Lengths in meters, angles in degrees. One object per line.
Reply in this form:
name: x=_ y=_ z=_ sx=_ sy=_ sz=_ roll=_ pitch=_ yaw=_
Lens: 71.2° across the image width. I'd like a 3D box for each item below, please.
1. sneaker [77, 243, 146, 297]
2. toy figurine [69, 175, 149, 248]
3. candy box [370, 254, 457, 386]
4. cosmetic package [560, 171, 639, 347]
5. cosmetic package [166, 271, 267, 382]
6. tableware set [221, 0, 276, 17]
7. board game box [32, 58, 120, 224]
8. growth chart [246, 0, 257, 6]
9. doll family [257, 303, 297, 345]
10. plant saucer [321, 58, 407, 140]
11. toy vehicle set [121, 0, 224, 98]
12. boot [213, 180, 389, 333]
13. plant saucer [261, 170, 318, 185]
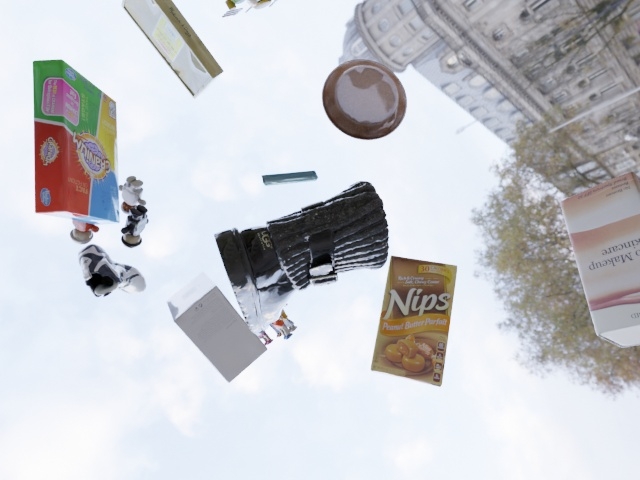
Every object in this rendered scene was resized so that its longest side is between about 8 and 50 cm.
sneaker: x=-0.600 y=0.127 z=1.302 sx=0.235 sy=0.094 sz=0.153 roll=60 pitch=-179 yaw=-45
toy figurine: x=-0.620 y=-0.088 z=1.310 sx=0.212 sy=0.148 sz=0.210 roll=3 pitch=-135 yaw=-32
candy box: x=0.253 y=0.212 z=1.199 sx=0.087 sy=0.182 sz=0.317 roll=58 pitch=-138 yaw=-69
cosmetic package: x=0.597 y=0.039 z=0.870 sx=0.129 sy=0.153 sz=0.297 roll=22 pitch=-126 yaw=-34
cosmetic package: x=-0.285 y=0.226 z=1.206 sx=0.138 sy=0.224 sz=0.225 roll=-41 pitch=-71 yaw=-14
tableware set: x=-0.149 y=-0.547 z=1.009 sx=0.154 sy=0.104 sz=0.024 roll=-31 pitch=-73 yaw=-31
board game box: x=-0.547 y=-0.205 z=1.019 sx=0.064 sy=0.242 sz=0.317 roll=-3 pitch=-93 yaw=1
growth chart: x=-0.137 y=-0.501 z=0.699 sx=0.172 sy=0.021 sz=0.238 roll=28 pitch=-119 yaw=-59
doll family: x=-0.183 y=0.288 z=1.688 sx=0.118 sy=0.263 sz=0.163 roll=-40 pitch=-85 yaw=-39
plant saucer: x=0.101 y=-0.324 z=1.023 sx=0.198 sy=0.198 sz=0.036 roll=41 pitch=-135 yaw=-21
toy vehicle set: x=-0.349 y=-0.475 z=1.048 sx=0.035 sy=0.166 sz=0.267 roll=-46 pitch=-68 yaw=-23
boot: x=-0.026 y=0.043 z=0.774 sx=0.259 sy=0.348 sz=0.131 roll=-21 pitch=-107 yaw=-12
plant saucer: x=-0.106 y=-0.216 z=1.549 sx=0.191 sy=0.018 sz=0.067 roll=-8 pitch=-147 yaw=-9
